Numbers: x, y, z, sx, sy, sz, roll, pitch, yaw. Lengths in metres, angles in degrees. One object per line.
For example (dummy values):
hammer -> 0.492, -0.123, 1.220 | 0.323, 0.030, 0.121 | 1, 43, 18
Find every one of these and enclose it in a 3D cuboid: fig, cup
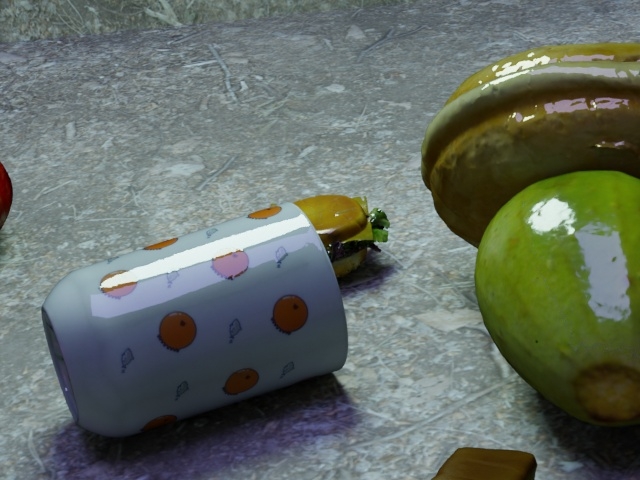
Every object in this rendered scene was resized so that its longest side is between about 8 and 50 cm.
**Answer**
fig -> 0.304, 0.075, 1.516 | 0.258, 0.258, 0.326 | -7, 35, 2
cup -> -0.154, 0.097, 1.631 | 0.317, 0.212, 0.212 | -16, 26, -17

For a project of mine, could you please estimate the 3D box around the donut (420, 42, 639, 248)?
donut -> 0.343, -0.102, 1.745 | 0.448, 0.449, 0.198 | -3, 66, 10

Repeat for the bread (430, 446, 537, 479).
bread -> 0.148, 0.248, 1.331 | 0.088, 0.049, 0.226 | 6, 8, 19

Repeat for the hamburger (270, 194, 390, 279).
hamburger -> 0.003, 0.001, 1.940 | 0.189, 0.093, 0.164 | -4, 27, 12

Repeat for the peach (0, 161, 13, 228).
peach -> -0.577, -0.062, 2.123 | 0.243, 0.200, 0.243 | 2, 16, -1
